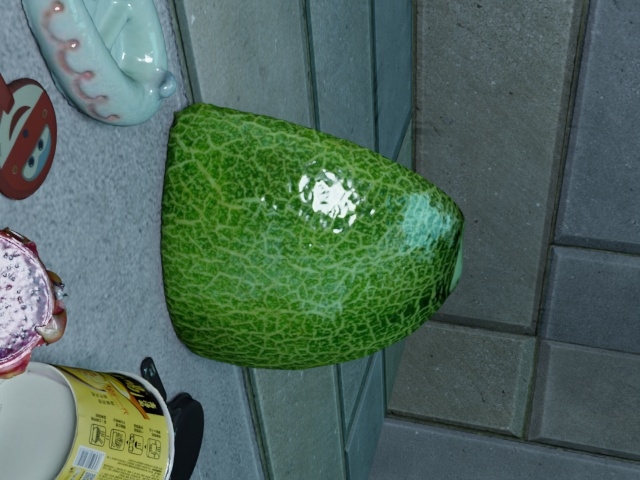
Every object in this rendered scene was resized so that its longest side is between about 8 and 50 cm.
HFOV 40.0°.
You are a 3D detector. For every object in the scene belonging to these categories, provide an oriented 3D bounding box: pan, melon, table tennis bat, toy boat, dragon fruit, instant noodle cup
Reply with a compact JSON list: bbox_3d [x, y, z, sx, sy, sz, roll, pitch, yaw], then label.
[{"bbox_3d":[-0.184,0.227,1.083,0.235,0.028,0.136,84,19,-43],"label":"pan"},{"bbox_3d":[0.000,0.000,1.072,0.226,0.343,0.331,-47,140,-73],"label":"melon"},{"bbox_3d":[-0.246,-0.097,0.697,0.154,0.019,0.098,82,21,-56],"label":"table tennis bat"},{"bbox_3d":[-0.183,-0.186,0.774,0.207,0.079,0.134,77,22,-51],"label":"toy boat"},{"bbox_3d":[-0.249,0.042,0.634,0.068,0.126,0.112,6,-85,62],"label":"dragon fruit"},{"bbox_3d":[-0.212,0.167,0.728,0.122,0.151,0.151,51,48,-60],"label":"instant noodle cup"}]

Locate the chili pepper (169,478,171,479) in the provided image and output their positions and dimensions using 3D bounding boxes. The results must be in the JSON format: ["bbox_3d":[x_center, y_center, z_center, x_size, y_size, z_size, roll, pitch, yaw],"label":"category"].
[{"bbox_3d":[-0.210,0.269,0.930,0.070,0.073,0.123,57,5,13],"label":"chili pepper"}]
